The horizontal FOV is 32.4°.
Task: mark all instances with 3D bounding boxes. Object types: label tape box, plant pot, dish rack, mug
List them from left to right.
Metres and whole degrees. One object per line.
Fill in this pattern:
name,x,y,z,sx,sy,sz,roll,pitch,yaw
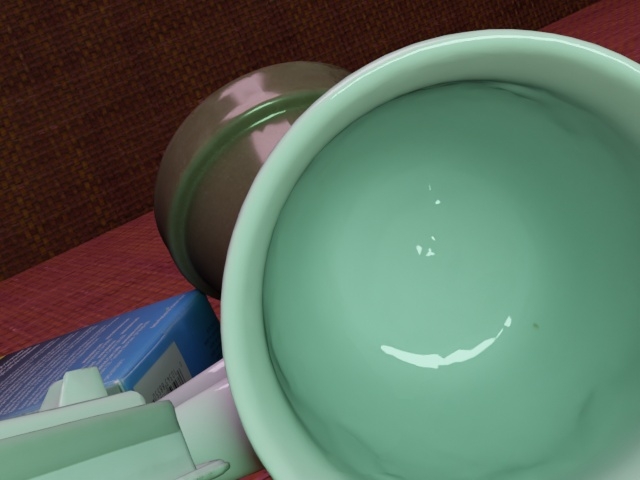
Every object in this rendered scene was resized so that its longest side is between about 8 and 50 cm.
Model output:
dish rack,-0.214,0.123,0.443,0.285,0.072,0.333,-20,-6,14
label tape box,-0.276,0.180,1.054,0.347,0.115,0.249,-21,11,15
plant pot,0.000,0.000,1.029,0.263,0.263,0.229,-24,44,-10
mug,0.044,0.050,0.691,0.374,0.276,0.328,-29,3,1
